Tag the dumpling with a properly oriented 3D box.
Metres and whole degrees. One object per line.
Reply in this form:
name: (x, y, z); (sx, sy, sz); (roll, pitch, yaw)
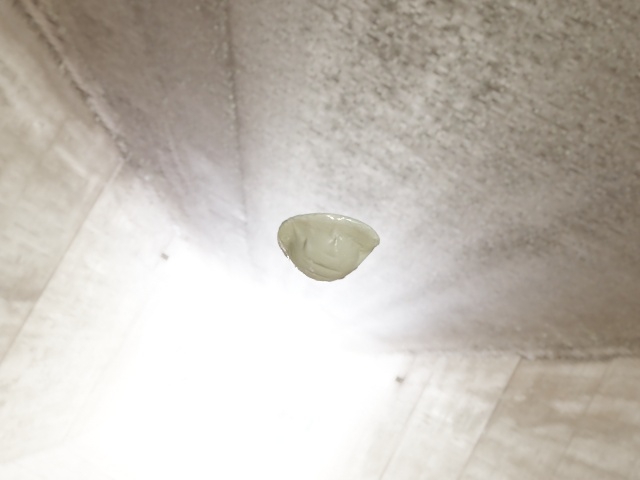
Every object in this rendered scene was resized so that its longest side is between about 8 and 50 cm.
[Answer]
dumpling: (-0.001, 0.001, 0.720); (0.059, 0.043, 0.077); (44, 161, -29)
